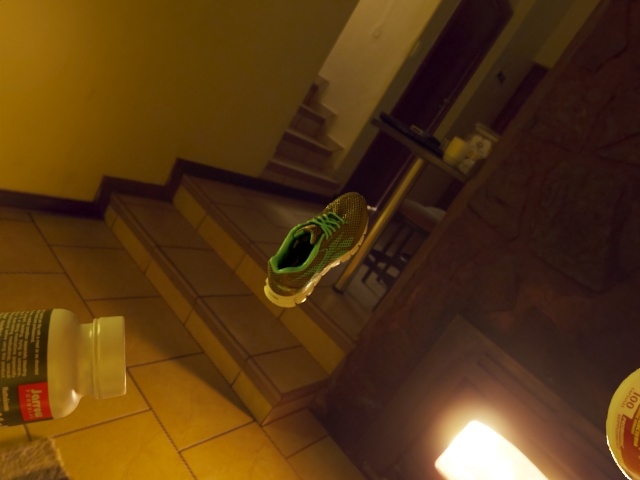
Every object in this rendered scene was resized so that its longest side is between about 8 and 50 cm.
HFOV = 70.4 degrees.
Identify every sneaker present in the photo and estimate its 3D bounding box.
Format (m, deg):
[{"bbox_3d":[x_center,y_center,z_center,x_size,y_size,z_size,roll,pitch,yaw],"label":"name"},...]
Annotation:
[{"bbox_3d":[0.000,0.000,0.511,0.065,0.166,0.076,32,-23,18],"label":"sneaker"}]

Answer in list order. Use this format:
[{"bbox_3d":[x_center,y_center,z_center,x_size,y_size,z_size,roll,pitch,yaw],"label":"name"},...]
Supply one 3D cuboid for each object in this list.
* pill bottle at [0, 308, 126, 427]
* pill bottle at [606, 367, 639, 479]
[{"bbox_3d":[-0.286,0.121,0.437,0.180,0.108,0.108,-2,31,-23],"label":"pill bottle"},{"bbox_3d":[0.409,0.217,0.394,0.169,0.169,0.301,34,0,6],"label":"pill bottle"}]
